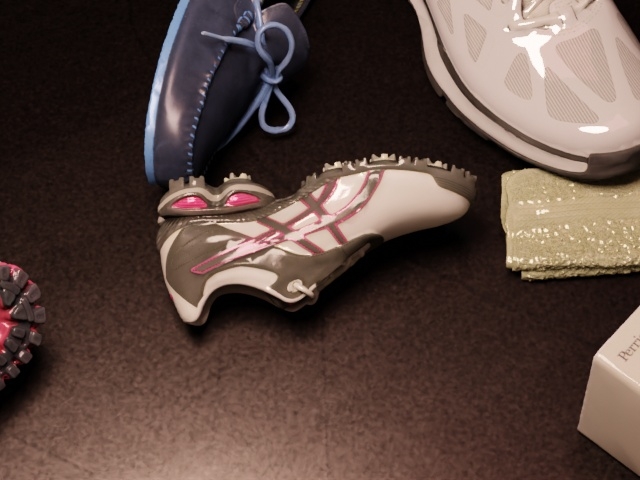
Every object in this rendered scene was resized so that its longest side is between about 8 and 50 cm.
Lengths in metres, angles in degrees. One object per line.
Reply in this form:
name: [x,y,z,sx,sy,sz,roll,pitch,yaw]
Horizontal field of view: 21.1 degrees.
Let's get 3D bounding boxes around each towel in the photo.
towel: [0.228,-0.018,1.466,0.148,0.027,0.110,-2,58,1]

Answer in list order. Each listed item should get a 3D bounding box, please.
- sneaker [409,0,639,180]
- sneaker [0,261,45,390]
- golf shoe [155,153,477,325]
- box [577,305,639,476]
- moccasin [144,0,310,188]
sneaker: [0.154,-0.269,1.486,0.169,0.257,0.447,-25,59,-15]
sneaker: [-0.346,0.133,1.351,0.112,0.121,0.299,16,55,46]
golf shoe: [0.000,0.000,1.435,0.273,0.105,0.120,-8,73,3]
box: [0.335,0.135,1.306,0.232,0.127,0.148,36,66,22]
moccasin: [-0.062,-0.188,1.522,0.117,0.138,0.342,15,60,6]
